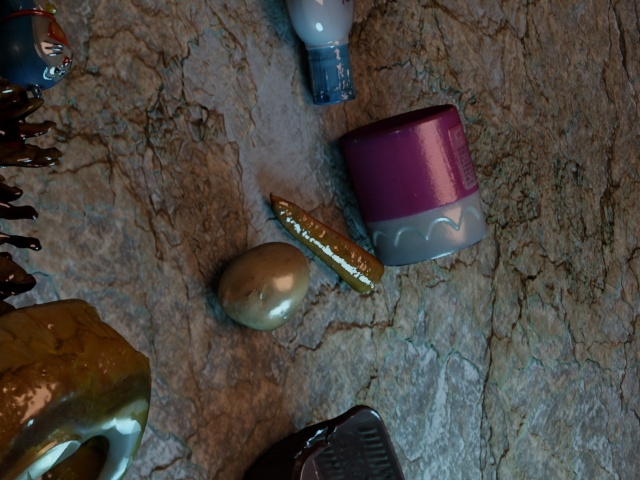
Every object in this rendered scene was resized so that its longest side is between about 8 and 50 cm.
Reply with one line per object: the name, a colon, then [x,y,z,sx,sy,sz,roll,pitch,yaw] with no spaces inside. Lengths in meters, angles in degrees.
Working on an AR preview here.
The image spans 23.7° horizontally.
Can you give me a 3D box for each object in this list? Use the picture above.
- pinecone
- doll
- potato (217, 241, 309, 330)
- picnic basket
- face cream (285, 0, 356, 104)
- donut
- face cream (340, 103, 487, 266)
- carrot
pinecone: [-0.358,-0.029,1.445,0.246,0.246,0.292,-17,106,-54]
doll: [-0.317,-0.226,1.668,0.114,0.085,0.152,38,40,-66]
potato: [-0.066,0.054,1.929,0.147,0.112,0.112,-38,114,-57]
picnic basket: [0.015,0.374,1.948,0.222,0.129,0.297,-34,109,-50]
face cream: [-0.003,-0.357,2.104,0.163,0.080,0.337,-30,114,-68]
donut: [-0.291,0.204,1.443,0.330,0.160,0.330,-43,149,-34]
face cream: [0.135,-0.079,2.167,0.175,0.175,0.195,-30,106,-52]
carrot: [0.000,0.000,2.078,0.224,0.057,0.057,37,54,-40]
